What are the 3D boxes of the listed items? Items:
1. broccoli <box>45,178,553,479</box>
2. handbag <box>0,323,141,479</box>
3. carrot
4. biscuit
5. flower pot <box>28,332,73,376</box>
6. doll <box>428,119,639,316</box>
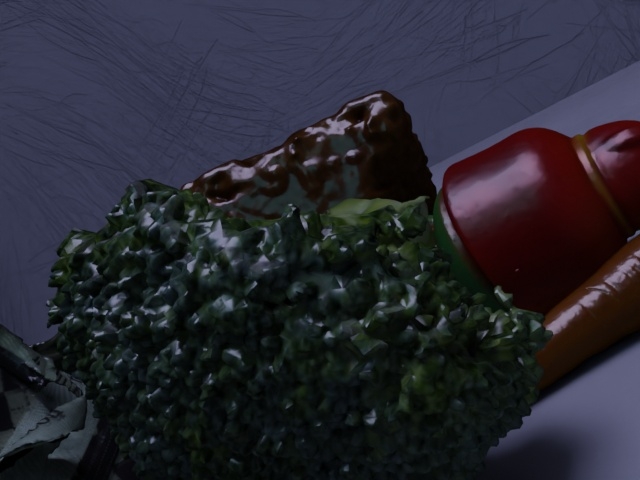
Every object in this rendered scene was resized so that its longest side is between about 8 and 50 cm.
[{"bbox_3d":[-0.023,0.085,0.587,0.375,0.249,0.302,2,1,29],"label":"broccoli"},{"bbox_3d":[-0.294,0.157,0.568,0.180,0.416,0.317,-58,9,0],"label":"handbag"},{"bbox_3d":[0.224,0.058,0.643,0.336,0.069,0.069,-37,8,-7],"label":"carrot"},{"bbox_3d":[0.000,0.000,1.058,0.342,0.166,0.395,-23,-18,10],"label":"biscuit"},{"bbox_3d":[-0.323,0.228,0.973,0.301,0.213,0.302,-28,6,3],"label":"flower pot"},{"bbox_3d":[0.195,-0.015,0.773,0.363,0.160,0.183,-29,40,21],"label":"doll"}]
